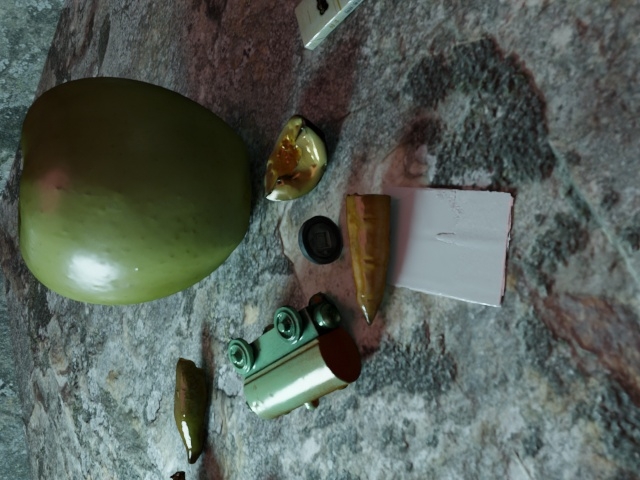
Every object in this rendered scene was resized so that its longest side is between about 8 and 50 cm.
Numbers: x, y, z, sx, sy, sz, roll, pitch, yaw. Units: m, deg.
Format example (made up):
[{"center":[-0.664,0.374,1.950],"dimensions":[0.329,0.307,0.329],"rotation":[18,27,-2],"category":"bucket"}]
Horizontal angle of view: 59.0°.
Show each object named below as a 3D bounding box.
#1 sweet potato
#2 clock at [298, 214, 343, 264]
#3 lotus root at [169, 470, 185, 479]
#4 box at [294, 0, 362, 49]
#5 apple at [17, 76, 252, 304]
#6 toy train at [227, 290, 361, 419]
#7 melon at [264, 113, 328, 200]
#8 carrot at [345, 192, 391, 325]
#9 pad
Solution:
[{"center":[-0.287,0.384,1.267],"dimensions":[0.077,0.077,0.243],"rotation":[-6,87,49],"category":"sweet potato"},{"center":[0.000,0.000,0.947],"dimensions":[0.017,0.085,0.085],"rotation":[-19,74,52],"category":"clock"},{"center":[-0.307,0.676,1.211],"dimensions":[0.169,0.152,0.342],"rotation":[-11,83,48],"category":"lotus root"},{"center":[0.019,-0.421,0.991],"dimensions":[0.167,0.024,0.089],"rotation":[-30,65,44],"category":"box"},{"center":[-0.367,-0.088,1.117],"dimensions":[0.474,0.474,0.473],"rotation":[-3,85,49],"category":"apple"},{"center":[-0.048,0.210,0.984],"dimensions":[0.285,0.116,0.177],"rotation":[-37,74,40],"category":"toy train"},{"center":[-0.040,-0.153,1.015],"dimensions":[0.160,0.079,0.128],"rotation":[-63,29,27],"category":"melon"},{"center":[0.072,0.030,0.870],"dimensions":[0.072,0.072,0.204],"rotation":[3,94,49],"category":"carrot"},{"center":[0.168,0.002,0.815],"dimensions":[0.232,0.004,0.156],"rotation":[10,95,49],"category":"pad"}]
